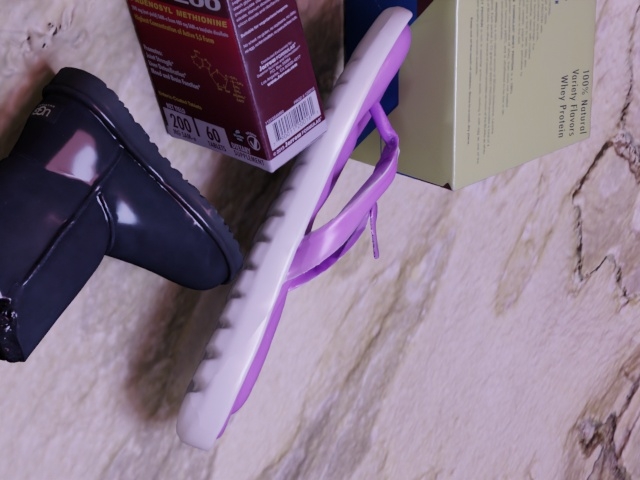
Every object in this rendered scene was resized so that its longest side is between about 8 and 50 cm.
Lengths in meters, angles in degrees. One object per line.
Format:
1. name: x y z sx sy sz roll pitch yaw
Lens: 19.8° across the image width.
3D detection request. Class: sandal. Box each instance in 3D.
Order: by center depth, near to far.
1. sandal: 0.000 -0.002 1.588 0.416 0.102 0.169 -63 -177 4

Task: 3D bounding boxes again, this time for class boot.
1. boot: -0.190 0.016 1.437 0.207 0.094 0.246 -55 131 -21

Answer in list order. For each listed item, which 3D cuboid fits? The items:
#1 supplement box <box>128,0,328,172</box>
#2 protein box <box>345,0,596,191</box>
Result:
1. supplement box: -0.085 -0.182 1.445 0.073 0.130 0.239 -38 130 -31
2. protein box: 0.139 -0.177 1.690 0.201 0.136 0.200 -22 120 -41
